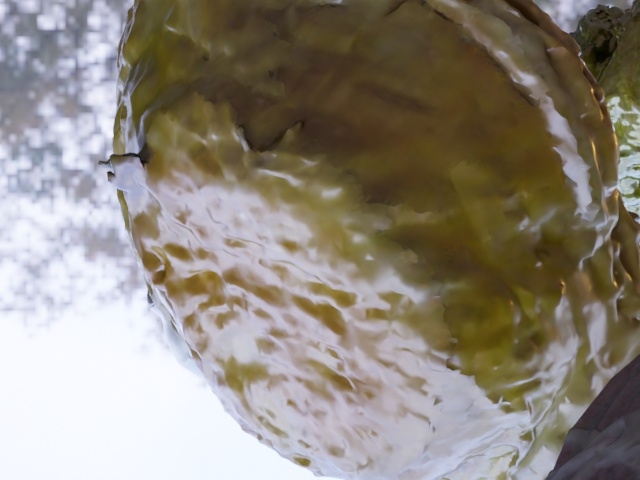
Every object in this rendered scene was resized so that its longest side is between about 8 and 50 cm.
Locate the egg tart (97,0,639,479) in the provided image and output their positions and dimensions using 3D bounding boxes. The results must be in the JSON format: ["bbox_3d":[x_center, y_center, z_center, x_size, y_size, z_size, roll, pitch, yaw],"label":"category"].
[{"bbox_3d":[0.000,0.000,0.882,0.339,0.351,0.153,17,-142,34],"label":"egg tart"}]

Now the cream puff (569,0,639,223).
[{"bbox_3d":[0.315,-0.147,1.588,0.185,0.282,0.282,32,-144,14],"label":"cream puff"}]

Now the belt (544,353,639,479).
[{"bbox_3d":[0.229,0.099,0.694,0.324,0.115,0.227,-28,-155,35],"label":"belt"}]

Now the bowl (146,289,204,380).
[{"bbox_3d":[-0.061,0.016,1.388,0.126,0.238,0.238,18,-154,-13],"label":"bowl"}]
